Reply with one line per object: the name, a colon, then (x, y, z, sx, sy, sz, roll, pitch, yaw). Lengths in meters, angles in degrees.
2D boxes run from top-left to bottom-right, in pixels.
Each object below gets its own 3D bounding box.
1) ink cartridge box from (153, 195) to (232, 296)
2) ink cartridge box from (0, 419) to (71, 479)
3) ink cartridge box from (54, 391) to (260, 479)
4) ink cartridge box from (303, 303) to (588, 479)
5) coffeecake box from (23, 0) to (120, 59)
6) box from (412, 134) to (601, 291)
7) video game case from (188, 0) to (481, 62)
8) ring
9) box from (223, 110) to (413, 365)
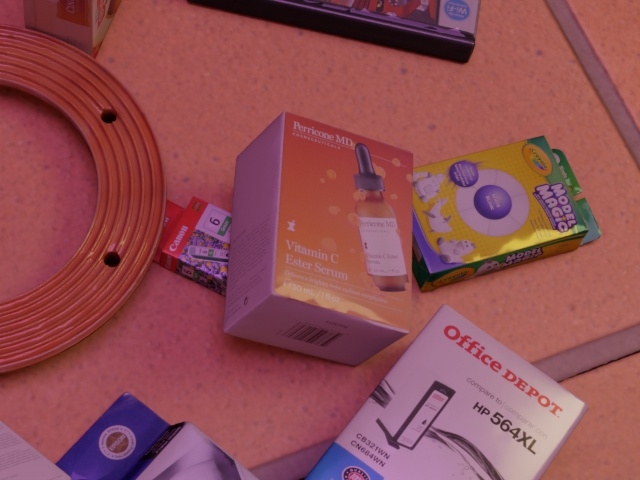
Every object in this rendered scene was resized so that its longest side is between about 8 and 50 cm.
ink cartridge box: (-0.106, -0.001, 1.310, 0.115, 0.029, 0.063, 25, 62, 3)
ink cartridge box: (-0.299, 0.165, 1.147, 0.179, 0.045, 0.145, 29, 24, 30)
ink cartridge box: (-0.136, 0.250, 1.168, 0.224, 0.045, 0.223, 37, 64, 11)
ink cartridge box: (0.094, 0.174, 1.221, 0.148, 0.086, 0.203, 35, 64, 9)
coffeecake box: (-0.202, -0.275, 1.370, 0.068, 0.142, 0.185, 18, 62, 1)
box: (0.156, -0.028, 1.360, 0.179, 0.043, 0.105, -15, 67, -18)
video game case: (0.029, -0.308, 1.486, 0.275, 0.035, 0.248, 12, 62, -3)
ring: (-0.297, -0.038, 1.293, 0.336, 0.032, 0.337, 3, 62, -6)
box: (0.000, 0.000, 1.271, 0.130, 0.091, 0.170, 15, 60, -24)
